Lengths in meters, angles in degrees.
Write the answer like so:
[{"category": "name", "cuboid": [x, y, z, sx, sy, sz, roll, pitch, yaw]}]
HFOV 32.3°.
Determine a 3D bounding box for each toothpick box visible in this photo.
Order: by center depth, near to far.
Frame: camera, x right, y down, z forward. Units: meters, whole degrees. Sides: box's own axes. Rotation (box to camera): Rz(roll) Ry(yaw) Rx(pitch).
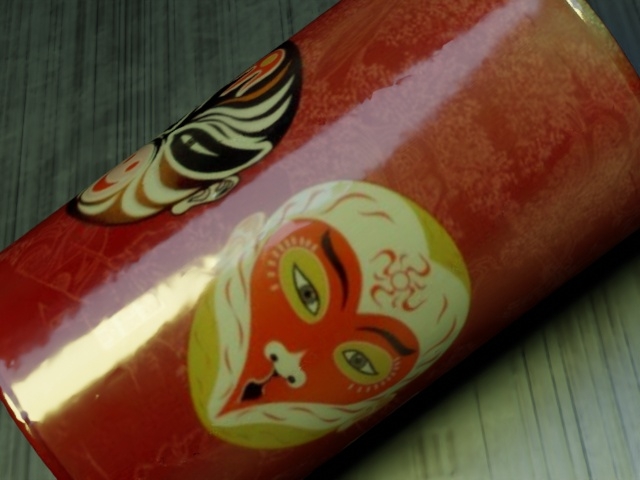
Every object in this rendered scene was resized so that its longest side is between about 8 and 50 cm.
[{"category": "toothpick box", "cuboid": [0.000, 0.000, 0.610, 0.333, 0.204, 0.204, -36, 53, 0]}]
